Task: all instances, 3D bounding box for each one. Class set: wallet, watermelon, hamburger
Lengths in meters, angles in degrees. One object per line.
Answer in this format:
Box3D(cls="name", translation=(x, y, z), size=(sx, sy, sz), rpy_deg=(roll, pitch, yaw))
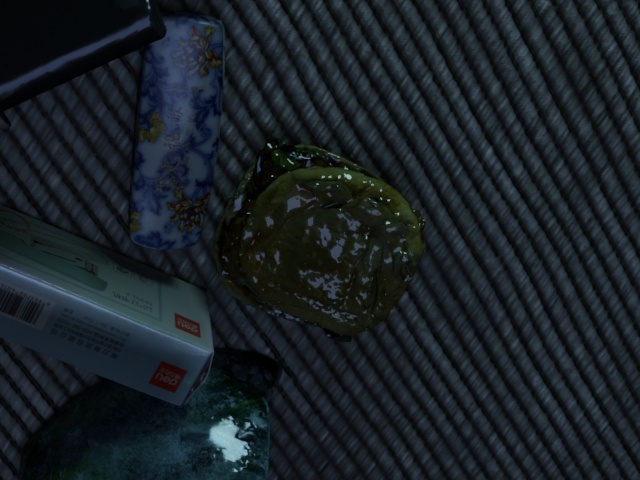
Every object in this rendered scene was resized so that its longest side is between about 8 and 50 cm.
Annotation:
Box3D(cls="wallet", translation=(-0.353, -0.183, 1.380), size=(0.406, 0.228, 0.062), rpy_deg=(-25, 142, 3))
Box3D(cls="watermelon", translation=(-0.146, 0.280, 1.638), size=(0.320, 0.289, 0.214), rpy_deg=(-26, 146, -11))
Box3D(cls="hamburger", translation=(0.000, 0.000, 1.582), size=(0.206, 0.130, 0.183), rpy_deg=(25, 108, 1))

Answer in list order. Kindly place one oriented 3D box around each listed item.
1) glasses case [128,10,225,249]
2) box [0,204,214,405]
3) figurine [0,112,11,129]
Box3D(cls="glasses case", translation=(-0.144, -0.107, 1.527), size=(0.087, 0.065, 0.248), rpy_deg=(2, 113, -12))
Box3D(cls="box", translation=(-0.240, 0.063, 1.554), size=(0.269, 0.135, 0.079), rpy_deg=(24, 112, -18))
Box3D(cls="figurine", translation=(-0.372, -0.109, 1.458), size=(0.138, 0.125, 0.125), rpy_deg=(-25, 116, -5))
